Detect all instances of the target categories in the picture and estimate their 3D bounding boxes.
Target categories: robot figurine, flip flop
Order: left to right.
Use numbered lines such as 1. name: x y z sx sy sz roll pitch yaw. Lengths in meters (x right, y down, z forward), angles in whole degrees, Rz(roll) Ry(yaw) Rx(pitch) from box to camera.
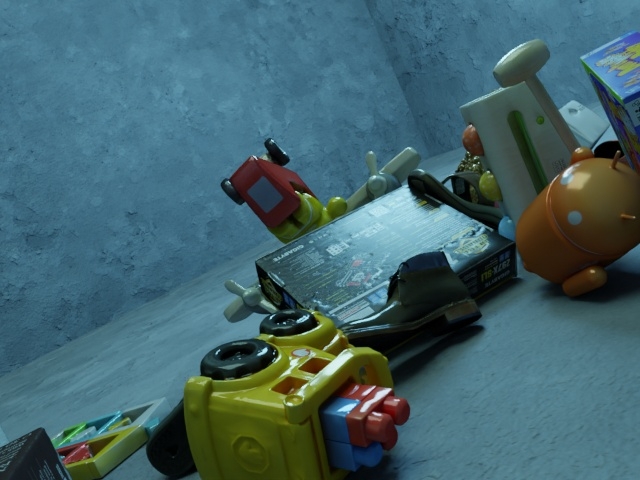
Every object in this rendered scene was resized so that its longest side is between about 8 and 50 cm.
1. flip flop: 0.275 -0.079 1.208 0.277 0.080 0.112 18 3 -23
2. robot figurine: 0.329 -0.024 0.851 0.158 0.128 0.219 -45 -10 -21

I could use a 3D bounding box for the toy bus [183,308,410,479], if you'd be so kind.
1. toy bus: 0.005 0.166 0.695 0.212 0.149 0.220 -3 15 34

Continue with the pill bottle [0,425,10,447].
1. pill bottle: -0.619 0.328 1.152 0.121 0.221 0.121 -24 7 3

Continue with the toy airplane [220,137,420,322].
1. toy airplane: 0.000 0.000 1.328 0.385 0.386 0.272 -9 40 -25

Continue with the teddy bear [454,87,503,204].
1. teddy bear: 0.353 -0.145 1.377 0.245 0.113 0.337 -20 -43 -53

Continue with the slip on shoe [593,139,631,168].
1. slip on shoe: 0.564 -0.145 1.251 0.123 0.101 0.331 -19 7 47

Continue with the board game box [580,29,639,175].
1. board game box: 0.412 -0.114 0.797 0.078 0.233 0.347 -26 12 22

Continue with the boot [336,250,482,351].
1. boot: 0.098 0.079 0.878 0.219 0.106 0.082 -8 -25 -28

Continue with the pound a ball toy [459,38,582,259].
1. pound a ball toy: 0.306 -0.120 1.022 0.136 0.319 0.208 -24 7 5

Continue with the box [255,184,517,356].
1. box: 0.096 0.045 1.047 0.322 0.079 0.257 -27 38 -22

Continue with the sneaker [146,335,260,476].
1. sneaker: -0.123 0.197 0.879 0.227 0.087 0.130 -47 1 10

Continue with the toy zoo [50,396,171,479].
1. toy zoo: -0.370 0.332 1.081 0.293 0.030 0.192 -21 8 25

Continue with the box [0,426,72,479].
1. box: -0.361 0.333 0.629 0.191 0.143 0.381 -25 9 -8

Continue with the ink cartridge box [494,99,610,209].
1. ink cartridge box: 0.440 -0.146 1.293 0.159 0.092 0.217 -33 -24 -51
